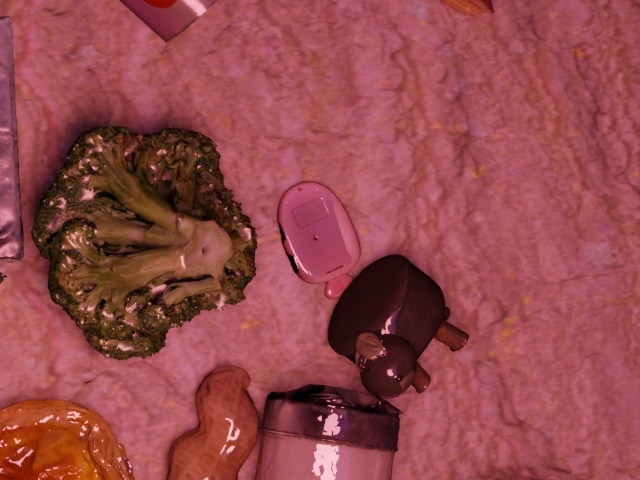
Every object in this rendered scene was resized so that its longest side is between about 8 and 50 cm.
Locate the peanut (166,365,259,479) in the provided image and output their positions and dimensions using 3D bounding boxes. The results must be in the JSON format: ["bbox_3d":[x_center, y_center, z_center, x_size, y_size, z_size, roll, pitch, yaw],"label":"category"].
[{"bbox_3d":[-0.142,0.275,1.942,0.104,0.085,0.228,22,79,6],"label":"peanut"}]

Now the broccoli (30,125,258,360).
[{"bbox_3d":[-0.205,0.002,1.859,0.307,0.275,0.308,-6,98,-42],"label":"broccoli"}]

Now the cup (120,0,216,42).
[{"bbox_3d":[-0.248,-0.408,1.917,0.203,0.203,0.288,-46,105,-14],"label":"cup"}]

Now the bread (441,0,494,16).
[{"bbox_3d":[0.173,-0.402,2.083,0.119,0.067,0.192,-14,90,-16],"label":"bread"}]

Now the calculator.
[{"bbox_3d":[0.000,0.000,2.031,0.103,0.024,0.166,-24,93,-16],"label":"calculator"}]

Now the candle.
[{"bbox_3d":[0.000,0.355,1.925,0.187,0.187,0.330,9,84,-15],"label":"candle"}]

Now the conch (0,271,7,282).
[{"bbox_3d":[-0.490,0.084,1.870,0.200,0.079,0.095,-11,71,-7],"label":"conch"}]

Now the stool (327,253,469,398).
[{"bbox_3d":[0.097,0.132,1.971,0.139,0.153,0.228,37,50,-23],"label":"stool"}]

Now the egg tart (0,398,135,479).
[{"bbox_3d":[-0.350,0.316,1.872,0.241,0.106,0.241,0,88,-13],"label":"egg tart"}]

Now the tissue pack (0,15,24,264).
[{"bbox_3d":[-0.496,-0.122,1.862,0.227,0.103,0.316,-3,88,-17],"label":"tissue pack"}]
